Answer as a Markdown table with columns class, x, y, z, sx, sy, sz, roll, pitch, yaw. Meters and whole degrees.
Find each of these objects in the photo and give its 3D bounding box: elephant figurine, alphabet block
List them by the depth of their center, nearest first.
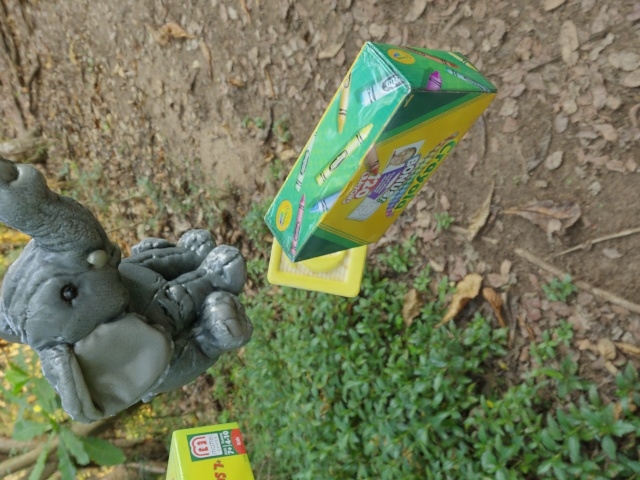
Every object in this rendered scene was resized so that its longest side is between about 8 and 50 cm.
| class | x | y | z | sx | sy | sz | roll | pitch | yaw |
| --- | --- | --- | --- | --- | --- | --- | --- | --- | --- |
| elephant figurine | -0.187 | 0.055 | 0.452 | 0.169 | 0.239 | 0.185 | -13 | 80 | 33 |
| alphabet block | 0.000 | 0.000 | 1.176 | 0.197 | 0.193 | 0.193 | -103 | 21 | -85 |

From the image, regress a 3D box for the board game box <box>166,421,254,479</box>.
| class | x | y | z | sx | sy | sz | roll | pitch | yaw |
| --- | --- | --- | --- | --- | --- | --- | --- | --- | --- |
| board game box | -0.076 | 0.217 | 0.357 | 0.092 | 0.043 | 0.181 | -123 | 40 | -50 |

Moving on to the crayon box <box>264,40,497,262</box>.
| class | x | y | z | sx | sy | sz | roll | pitch | yaw |
| --- | --- | --- | --- | --- | --- | --- | --- | --- | --- |
| crayon box | 0.064 | -0.098 | 0.675 | 0.081 | 0.165 | 0.278 | 55 | 134 | 23 |
